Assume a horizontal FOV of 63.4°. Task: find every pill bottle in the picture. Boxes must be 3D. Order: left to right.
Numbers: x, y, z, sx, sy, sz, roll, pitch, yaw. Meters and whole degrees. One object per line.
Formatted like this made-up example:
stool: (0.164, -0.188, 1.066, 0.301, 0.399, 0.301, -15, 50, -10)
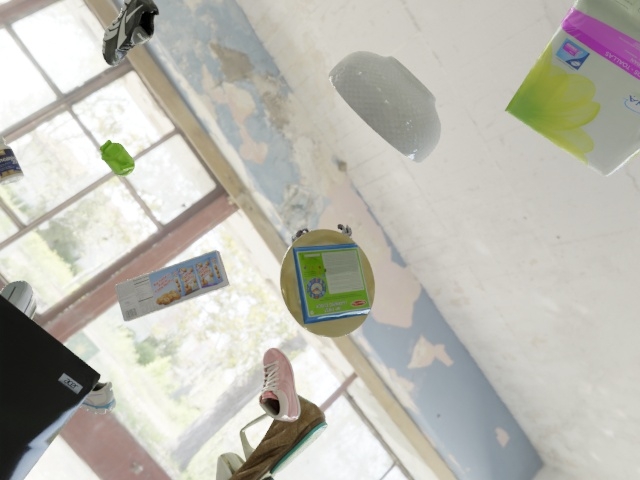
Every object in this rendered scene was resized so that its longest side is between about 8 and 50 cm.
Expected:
pill bottle: (-0.855, -0.216, 1.394, 0.120, 0.067, 0.067, 67, -22, -5)

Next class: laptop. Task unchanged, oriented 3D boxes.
laptop: (-0.380, 0.155, 0.439, 0.234, 0.264, 0.136, 67, 9, -45)

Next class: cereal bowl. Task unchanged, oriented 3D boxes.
cereal bowl: (0.187, -0.364, 1.321, 0.339, 0.141, 0.339, 36, 23, -18)

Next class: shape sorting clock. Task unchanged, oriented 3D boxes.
shape sorting clock: (0.016, 0.080, 0.976, 0.206, 0.206, 0.040, 52, -34, -6)

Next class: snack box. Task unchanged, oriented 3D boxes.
snack box: (-0.242, 0.074, 0.847, 0.022, 0.178, 0.064, 73, -2, -79)

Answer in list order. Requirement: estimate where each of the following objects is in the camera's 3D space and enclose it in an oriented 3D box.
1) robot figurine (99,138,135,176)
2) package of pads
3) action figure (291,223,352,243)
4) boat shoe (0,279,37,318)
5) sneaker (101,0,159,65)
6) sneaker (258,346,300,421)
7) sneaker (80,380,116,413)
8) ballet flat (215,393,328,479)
robot figurine: (-0.559, -0.224, 1.432, 0.101, 0.067, 0.115, 24, -23, 27)
package of pads: (0.460, -0.252, 0.820, 0.229, 0.101, 0.296, 39, -18, 11)
action figure: (0.000, 0.000, 1.617, 0.285, 0.185, 0.099, 159, -71, -83)
boat shoe: (-0.588, 0.177, 0.965, 0.083, 0.226, 0.076, -3, -48, 11)
sneaker: (-0.517, -0.567, 1.417, 0.106, 0.234, 0.078, 44, 21, 15)
sneaker: (-0.079, 0.246, 0.895, 0.070, 0.051, 0.134, 26, 39, -58)
sneaker: (-0.562, 0.335, 1.182, 0.071, 0.190, 0.083, -97, -164, -67)
ballet flat: (-0.129, 0.430, 1.008, 0.124, 0.342, 0.116, 42, 9, 28)
